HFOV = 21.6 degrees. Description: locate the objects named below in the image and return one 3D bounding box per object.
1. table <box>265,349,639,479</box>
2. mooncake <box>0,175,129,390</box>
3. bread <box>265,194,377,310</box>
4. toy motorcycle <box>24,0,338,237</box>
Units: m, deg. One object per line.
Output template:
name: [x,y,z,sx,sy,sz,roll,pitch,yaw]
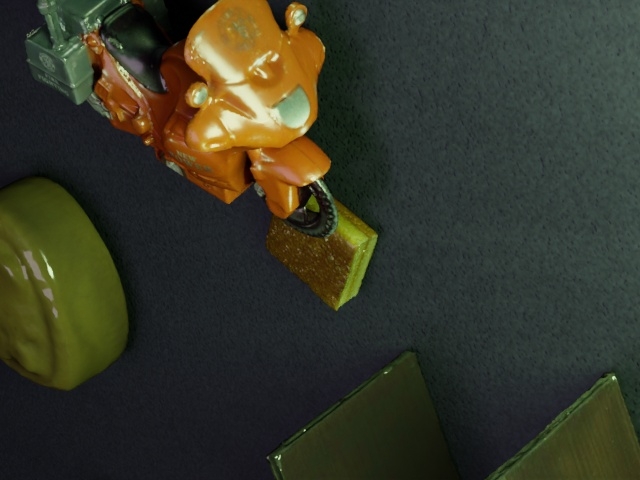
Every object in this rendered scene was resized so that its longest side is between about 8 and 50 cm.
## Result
table: [0.134,0.263,1.365,0.251,0.196,0.282,4,120,50]
mooncake: [-0.310,0.055,1.805,0.235,0.117,0.235,28,134,34]
bread: [0.000,0.000,1.451,0.094,0.035,0.090,41,142,22]
toy motorcycle: [-0.114,-0.135,1.385,0.326,0.148,0.221,31,148,29]
